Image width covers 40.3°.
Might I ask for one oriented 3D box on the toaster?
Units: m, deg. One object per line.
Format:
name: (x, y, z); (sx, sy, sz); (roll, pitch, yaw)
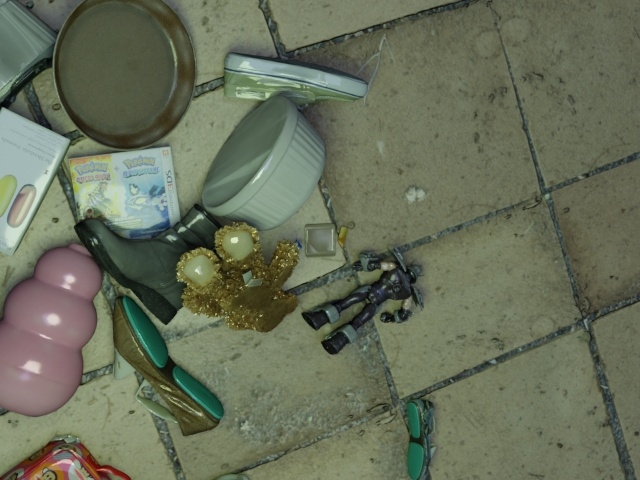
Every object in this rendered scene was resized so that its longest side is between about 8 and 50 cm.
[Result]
toaster: (-0.600, -0.347, 1.635); (0.227, 0.129, 0.146); (-45, 100, -9)

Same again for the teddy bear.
teddy bear: (-0.163, 0.070, 1.729); (0.245, 0.113, 0.338); (-49, 148, 9)

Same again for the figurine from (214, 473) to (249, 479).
figurine: (-0.242, 0.619, 1.845); (0.215, 0.092, 0.209); (-9, 105, -15)

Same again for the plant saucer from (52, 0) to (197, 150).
plant saucer: (-0.379, -0.330, 1.682); (0.310, 0.050, 0.310); (-12, 109, -39)

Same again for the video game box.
video game box: (-0.390, -0.086, 1.755); (0.205, 0.048, 0.187); (-9, 96, -15)

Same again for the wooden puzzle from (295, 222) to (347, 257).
wooden puzzle: (0.000, 0.000, 1.887); (0.116, 0.014, 0.078); (4, 89, -16)

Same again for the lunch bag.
lunch bag: (-0.495, 0.549, 1.745); (0.258, 0.120, 0.293); (-35, 102, -10)

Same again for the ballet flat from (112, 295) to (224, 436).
ballet flat: (-0.342, 0.273, 1.781); (0.124, 0.116, 0.342); (-35, 107, 10)

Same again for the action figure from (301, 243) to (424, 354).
action figure: (0.107, 0.123, 1.888); (0.285, 0.099, 0.185); (-32, 95, -14)

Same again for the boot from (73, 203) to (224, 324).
boot: (-0.312, 0.001, 1.698); (0.223, 0.118, 0.338); (-44, 145, -7)

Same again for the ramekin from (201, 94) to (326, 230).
ramekin: (-0.105, -0.141, 1.724); (0.127, 0.273, 0.273); (36, 85, -26)

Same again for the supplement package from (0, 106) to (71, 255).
supplement package: (-0.588, -0.111, 1.653); (0.139, 0.134, 0.244); (26, 88, -15)

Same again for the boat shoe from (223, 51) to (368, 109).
boat shoe: (-0.054, -0.321, 1.809); (0.302, 0.109, 0.094); (9, 108, -7)

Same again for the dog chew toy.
dog chew toy: (-0.526, 0.162, 1.670); (0.206, 0.206, 0.332); (24, 80, -16)

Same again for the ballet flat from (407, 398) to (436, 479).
ballet flat: (0.234, 0.449, 1.966); (0.070, 0.070, 0.188); (-2, 99, -15)
